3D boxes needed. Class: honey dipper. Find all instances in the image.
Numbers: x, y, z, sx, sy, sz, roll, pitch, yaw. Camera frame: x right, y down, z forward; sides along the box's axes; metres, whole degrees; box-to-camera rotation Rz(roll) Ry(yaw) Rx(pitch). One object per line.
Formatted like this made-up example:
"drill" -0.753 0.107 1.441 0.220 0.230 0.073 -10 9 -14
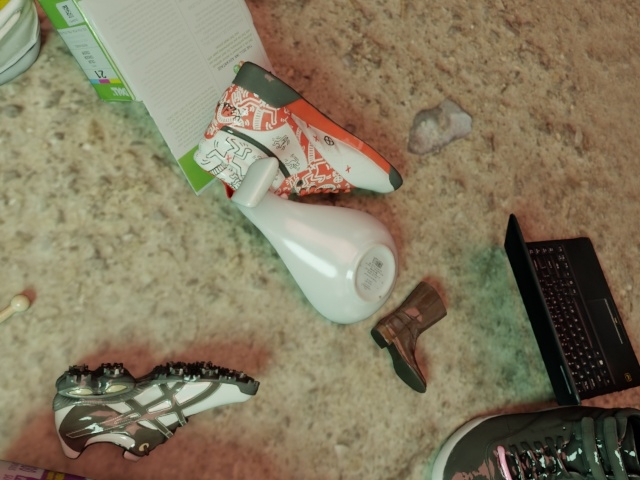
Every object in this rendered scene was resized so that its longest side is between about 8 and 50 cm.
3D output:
"honey dipper" -0.344 0.103 0.546 0.030 0.030 0.160 47 60 -4

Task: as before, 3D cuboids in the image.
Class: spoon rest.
"spoon rest" 0.000 0.000 0.664 0.276 0.084 0.137 40 74 -42

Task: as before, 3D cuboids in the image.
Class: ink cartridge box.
"ink cartridge box" -0.166 -0.210 0.691 0.189 0.097 0.255 -46 129 -28

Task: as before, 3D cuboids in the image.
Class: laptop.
"laptop" 0.349 0.087 0.777 0.264 0.136 0.234 -4 70 -25

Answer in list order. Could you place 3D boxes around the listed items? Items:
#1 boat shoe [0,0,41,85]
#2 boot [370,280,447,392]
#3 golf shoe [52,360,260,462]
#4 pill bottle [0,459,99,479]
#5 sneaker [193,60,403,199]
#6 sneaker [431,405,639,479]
"boat shoe" -0.405 -0.148 0.522 0.136 0.156 0.367 45 62 -5
"boot" 0.132 0.120 0.746 0.114 0.037 0.106 -35 92 -33
"golf shoe" -0.160 0.170 0.588 0.198 0.077 0.094 1 85 -16
"pill bottle" -0.165 0.296 0.485 0.301 0.169 0.169 20 67 -17
"sneaker" -0.025 -0.086 0.716 0.270 0.090 0.145 28 99 -39
"sneaker" 0.282 0.256 0.704 0.295 0.147 0.105 -6 77 -25
